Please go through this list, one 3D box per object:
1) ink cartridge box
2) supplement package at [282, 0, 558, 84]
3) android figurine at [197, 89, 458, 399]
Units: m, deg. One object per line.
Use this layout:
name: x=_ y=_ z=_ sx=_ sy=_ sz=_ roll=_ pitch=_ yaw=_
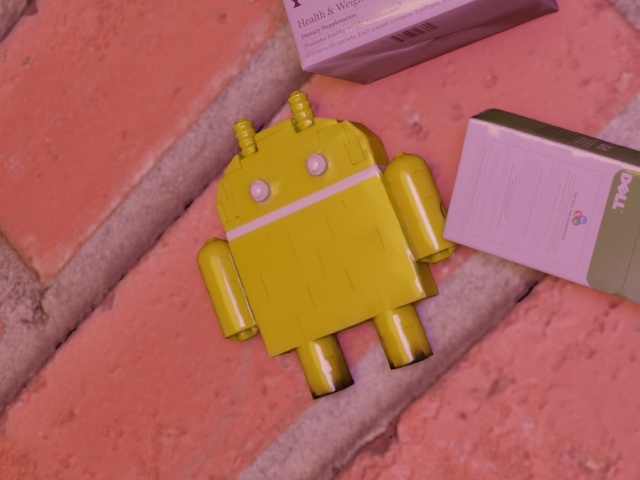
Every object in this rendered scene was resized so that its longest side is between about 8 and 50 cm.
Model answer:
ink cartridge box: x=0.214 y=-0.026 z=0.918 sx=0.209 sy=0.062 sz=0.109 roll=20 pitch=112 yaw=23
supplement package: x=0.067 y=-0.264 z=0.948 sx=0.194 sy=0.149 sz=0.203 roll=-18 pitch=85 yaw=23
android figurine: x=0.000 y=0.000 z=1.036 sx=0.248 sy=0.056 sz=0.273 roll=-21 pitch=84 yaw=22
